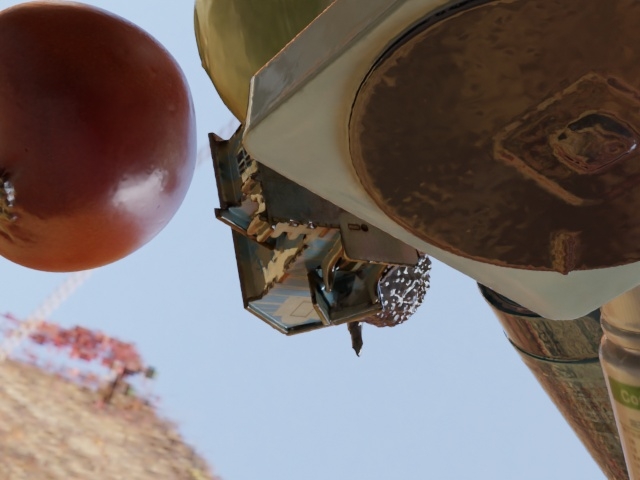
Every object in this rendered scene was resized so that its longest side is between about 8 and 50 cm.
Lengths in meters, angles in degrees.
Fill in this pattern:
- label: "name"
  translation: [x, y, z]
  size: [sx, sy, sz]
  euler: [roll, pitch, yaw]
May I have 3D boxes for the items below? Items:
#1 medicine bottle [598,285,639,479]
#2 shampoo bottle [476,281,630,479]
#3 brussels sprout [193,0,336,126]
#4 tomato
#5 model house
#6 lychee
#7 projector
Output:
- label: "medicine bottle"
  translation: [0.295, 0.095, 1.168]
  size: [0.139, 0.139, 0.236]
  euler: [2, -63, 40]
- label: "shampoo bottle"
  translation: [0.379, 0.088, 1.448]
  size: [0.331, 0.342, 0.331]
  euler: [-30, -158, 14]
- label: "brussels sprout"
  translation: [0.037, -0.195, 1.171]
  size: [0.328, 0.247, 0.328]
  euler: [-13, -110, 39]
- label: "tomato"
  translation: [-0.291, -0.124, 1.689]
  size: [0.321, 0.321, 0.321]
  euler: [-17, -118, 34]
- label: "model house"
  translation: [0.000, 0.000, 1.416]
  size: [0.206, 0.271, 0.178]
  euler: [-45, -130, 48]
- label: "lychee"
  translation: [0.052, 0.039, 1.760]
  size: [0.165, 0.165, 0.197]
  euler: [17, -92, 43]
- label: "projector"
  translation: [0.130, -0.078, 0.784]
  size: [0.259, 0.257, 0.079]
  euler: [-36, -144, 40]
